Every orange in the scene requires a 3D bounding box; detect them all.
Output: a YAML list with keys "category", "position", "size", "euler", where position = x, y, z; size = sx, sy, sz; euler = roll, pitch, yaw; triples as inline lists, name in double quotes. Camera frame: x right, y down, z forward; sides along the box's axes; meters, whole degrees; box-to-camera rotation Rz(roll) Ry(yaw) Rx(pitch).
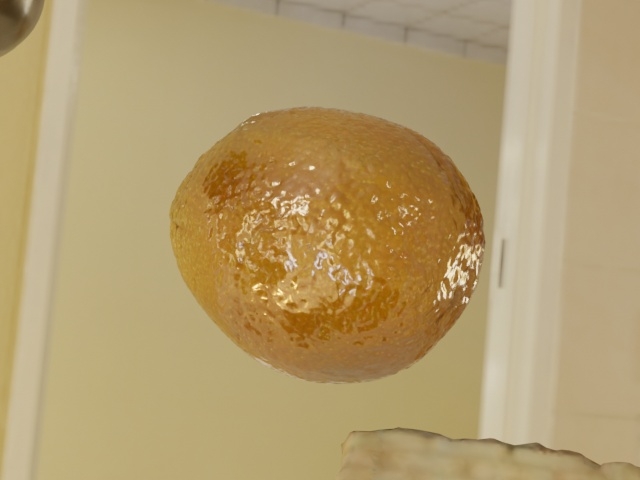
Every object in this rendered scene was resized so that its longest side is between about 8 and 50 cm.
- category: "orange"
  position: [0.000, 0.000, 1.406]
  size: [0.357, 0.322, 0.322]
  euler: [19, -178, 29]

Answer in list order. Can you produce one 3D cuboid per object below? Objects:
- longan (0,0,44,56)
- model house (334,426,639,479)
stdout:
- category: "longan"
  position: [-0.425, -0.321, 1.409]
  size: [0.248, 0.248, 0.248]
  euler: [5, 175, 0]
- category: "model house"
  position: [0.117, 0.432, 0.880]
  size: [0.395, 0.445, 0.400]
  euler: [10, -147, 12]
